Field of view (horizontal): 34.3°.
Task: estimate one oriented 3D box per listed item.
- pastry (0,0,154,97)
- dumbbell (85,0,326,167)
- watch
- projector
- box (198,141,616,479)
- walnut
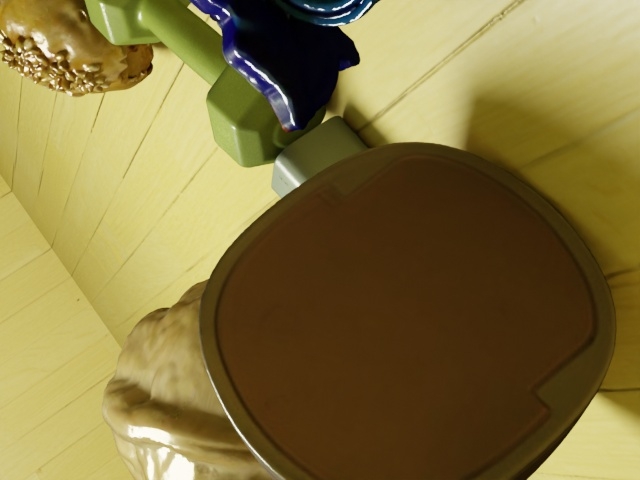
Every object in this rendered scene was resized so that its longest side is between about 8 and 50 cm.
[{"bbox_3d":[-0.332,-0.293,1.219,0.311,0.162,0.255,54,178,0],"label":"pastry"},{"bbox_3d":[-0.121,-0.194,1.030,0.302,0.121,0.108,43,129,28],"label":"dumbbell"},{"bbox_3d":[0.001,-0.216,0.678,0.196,0.171,0.200,46,150,-12],"label":"watch"},{"bbox_3d":[0.011,-0.056,0.987,0.082,0.083,0.083,49,160,16],"label":"projector"},{"bbox_3d":[0.069,0.099,0.833,0.301,0.301,0.216,46,166,24],"label":"box"},{"bbox_3d":[-0.092,0.216,1.292,0.381,0.381,0.381,45,158,24],"label":"walnut"}]
